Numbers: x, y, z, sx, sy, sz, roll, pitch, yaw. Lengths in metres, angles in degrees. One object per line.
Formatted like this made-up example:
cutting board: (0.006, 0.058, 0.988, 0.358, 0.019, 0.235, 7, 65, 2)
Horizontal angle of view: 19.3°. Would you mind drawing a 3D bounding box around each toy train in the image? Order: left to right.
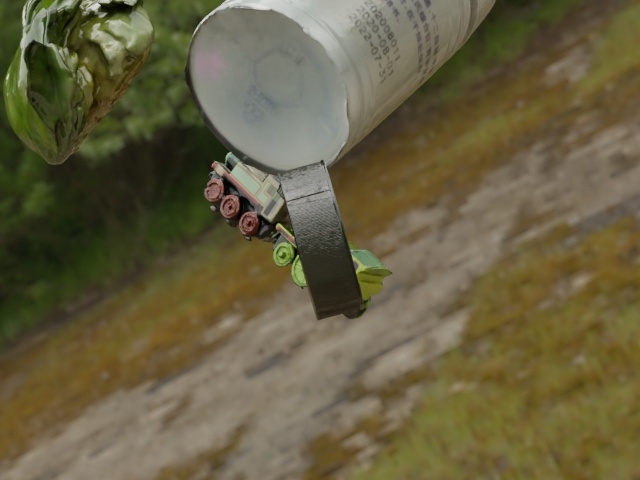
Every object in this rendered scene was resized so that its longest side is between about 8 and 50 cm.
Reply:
toy train: (-0.031, -0.011, 1.939, 0.053, 0.250, 0.085, 13, -67, -52)

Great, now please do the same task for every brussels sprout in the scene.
brussels sprout: (-0.186, -0.125, 1.391, 0.139, 0.100, 0.181, -68, 17, 0)

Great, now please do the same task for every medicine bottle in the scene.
medicine bottle: (0.032, -0.221, 1.897, 0.190, 0.190, 0.332, -19, 18, 43)

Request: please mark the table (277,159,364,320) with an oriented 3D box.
table: (0.000, 0.000, 1.616, 0.043, 0.133, 0.133, -15, 9, -1)
